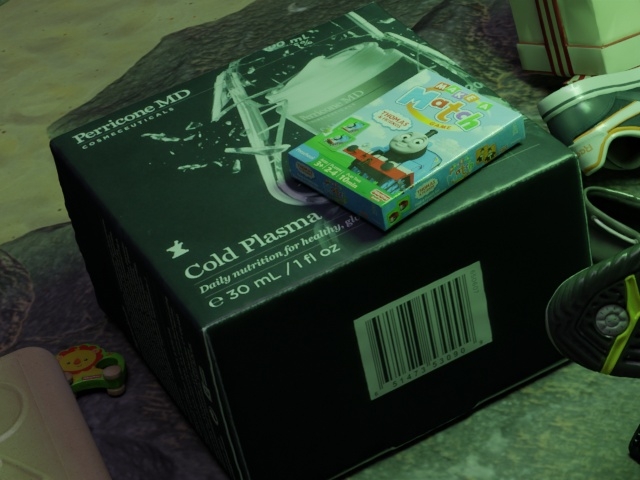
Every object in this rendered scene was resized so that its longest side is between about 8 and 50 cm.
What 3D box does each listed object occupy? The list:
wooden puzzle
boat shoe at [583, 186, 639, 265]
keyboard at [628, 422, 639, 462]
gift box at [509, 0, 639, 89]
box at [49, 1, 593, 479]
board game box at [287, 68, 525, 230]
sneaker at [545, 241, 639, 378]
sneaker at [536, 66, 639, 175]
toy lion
[{"bbox_3d":[-0.426,0.291,1.993,0.348,0.080,0.322,-20,39,-13],"label":"wooden puzzle"},{"bbox_3d":[0.452,0.014,2.081,0.335,0.095,0.112,15,32,31],"label":"boat shoe"},{"bbox_3d":[0.406,0.230,1.831,0.192,0.038,0.100,37,100,45],"label":"keyboard"},{"bbox_3d":[0.411,-0.348,2.418,0.255,0.258,0.276,-21,17,-16],"label":"gift box"},{"bbox_3d":[0.000,0.000,2.082,0.480,0.297,0.472,-25,37,-17],"label":"box"},{"bbox_3d":[0.095,-0.104,1.912,0.211,0.039,0.160,-32,42,-27],"label":"board game box"},{"bbox_3d":[0.408,0.033,1.763,0.384,0.145,0.147,-20,7,-5],"label":"sneaker"},{"bbox_3d":[0.437,-0.169,2.323,0.321,0.126,0.127,-19,79,-31],"label":"sneaker"},{"bbox_3d":[-0.291,0.160,2.170,0.100,0.034,0.096,-8,30,5],"label":"toy lion"}]
